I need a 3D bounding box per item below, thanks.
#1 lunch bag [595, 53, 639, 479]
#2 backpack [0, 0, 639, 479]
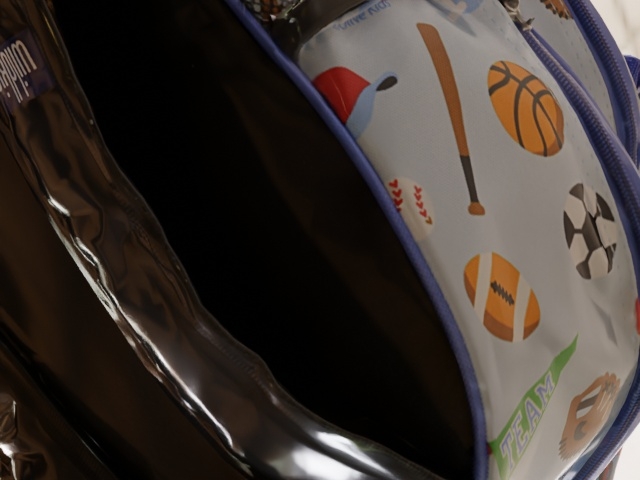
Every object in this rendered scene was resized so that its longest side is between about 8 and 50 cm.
[{"bbox_3d":[0.000,0.000,0.878,0.293,0.138,0.221,18,94,27],"label":"lunch bag"},{"bbox_3d":[-0.024,-0.004,0.605,0.263,0.213,0.276,58,142,14],"label":"backpack"}]
